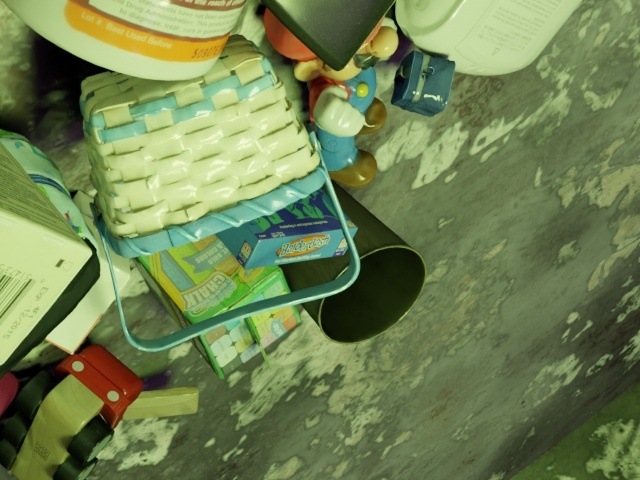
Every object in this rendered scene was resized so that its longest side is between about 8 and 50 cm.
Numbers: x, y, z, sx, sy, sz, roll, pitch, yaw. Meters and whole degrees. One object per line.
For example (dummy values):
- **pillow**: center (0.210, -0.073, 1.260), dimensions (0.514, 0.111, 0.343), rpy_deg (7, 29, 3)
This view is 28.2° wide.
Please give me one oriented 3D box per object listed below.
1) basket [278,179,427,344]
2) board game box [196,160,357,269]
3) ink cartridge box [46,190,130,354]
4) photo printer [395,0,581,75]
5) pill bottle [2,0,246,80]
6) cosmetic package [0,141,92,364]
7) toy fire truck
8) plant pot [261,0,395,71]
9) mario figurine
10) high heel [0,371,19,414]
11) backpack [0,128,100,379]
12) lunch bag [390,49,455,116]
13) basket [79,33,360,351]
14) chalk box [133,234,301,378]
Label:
- **basket**: center (0.000, 0.000, 1.628), dimensions (0.154, 0.227, 0.204), rpy_deg (-49, 148, 8)
- **board game box**: center (-0.080, -0.058, 1.478), dimensions (0.160, 0.210, 0.047), rpy_deg (-9, 136, -46)
- **ink cartridge box**: center (-0.274, 0.024, 1.427), dimensions (0.067, 0.198, 0.115), rpy_deg (32, 104, -22)
- **photo printer**: center (0.244, -0.343, 1.589), dimensions (0.256, 0.107, 0.307), rpy_deg (6, 127, -53)
- **pill bottle**: center (-0.111, -0.353, 1.071), dimensions (0.224, 0.224, 0.392), rpy_deg (-2, 130, -49)
- **cosmetic package**: center (-0.337, -0.050, 1.027), dimensions (0.129, 0.296, 0.153), rpy_deg (-50, 146, 8)
- **toy fire truck**: center (-0.274, 0.220, 1.666), dimensions (0.246, 0.158, 0.217), rpy_deg (-45, 172, -43)
- **plant pot**: center (-0.022, -0.318, 1.280), dimensions (0.167, 0.188, 0.187), rpy_deg (25, 109, -45)
- **mario figurine**: center (0.046, -0.191, 1.494), dimensions (0.170, 0.198, 0.320), rpy_deg (-27, 151, -6)
- **high heel**: center (-0.507, 0.292, 1.494), dimensions (0.377, 0.127, 0.181), rpy_deg (-45, 157, 10)
- **backpack**: center (-0.391, 0.047, 1.234), dimensions (0.355, 0.273, 0.290), rpy_deg (-27, 150, 11)
- **lunch bag**: center (0.123, -0.194, 1.570), dimensions (0.098, 0.065, 0.067), rpy_deg (156, -53, -81)
- **basket**: center (-0.106, -0.046, 1.279), dimensions (0.254, 0.201, 0.289), rpy_deg (-17, 110, -9)
- **chalk box**: center (-0.117, 0.069, 1.587), dimensions (0.132, 0.213, 0.132), rpy_deg (-36, 149, -13)
